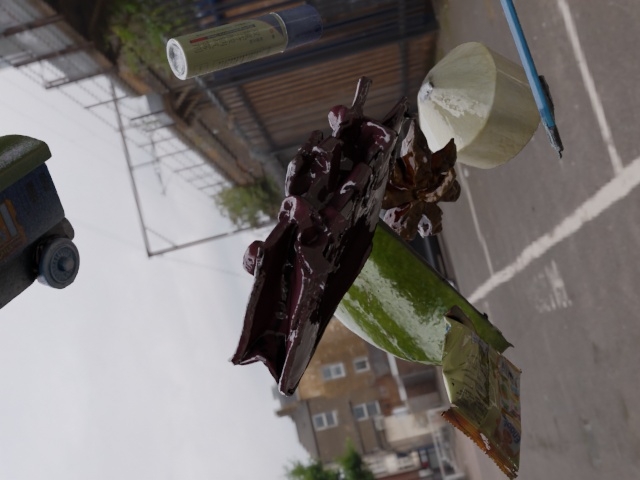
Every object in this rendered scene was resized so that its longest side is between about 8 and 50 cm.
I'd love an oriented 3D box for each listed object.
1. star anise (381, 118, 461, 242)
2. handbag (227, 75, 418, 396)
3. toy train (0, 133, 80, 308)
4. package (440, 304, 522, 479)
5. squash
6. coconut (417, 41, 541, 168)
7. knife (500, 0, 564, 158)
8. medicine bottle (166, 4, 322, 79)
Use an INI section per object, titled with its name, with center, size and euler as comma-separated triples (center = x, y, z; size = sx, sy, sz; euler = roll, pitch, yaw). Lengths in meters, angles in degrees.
[star anise]
center = 0.142, -0.073, 1.264
size = 0.212, 0.196, 0.111
euler = 45, -166, -54
[handbag]
center = -0.003, -0.001, 0.677
size = 0.216, 0.074, 0.203
euler = 103, -168, -54
[toy train]
center = -0.429, 0.012, 1.021
size = 0.299, 0.131, 0.201
euler = -51, -42, -48
[package]
center = 0.142, 0.131, 0.725
size = 0.108, 0.031, 0.120
euler = 44, -145, -26
[squash]
center = 0.074, 0.070, 0.884
size = 0.252, 0.093, 0.169
euler = 44, 167, 18
[coconut]
center = 0.261, -0.231, 1.425
size = 0.222, 0.202, 0.202
euler = 15, -133, -32
[knife]
center = 0.308, -0.263, 1.221
size = 0.044, 0.026, 0.296
euler = -35, -74, -64
[medicine bottle]
center = -0.105, -0.287, 1.192
size = 0.059, 0.231, 0.059
euler = 38, 140, 40
